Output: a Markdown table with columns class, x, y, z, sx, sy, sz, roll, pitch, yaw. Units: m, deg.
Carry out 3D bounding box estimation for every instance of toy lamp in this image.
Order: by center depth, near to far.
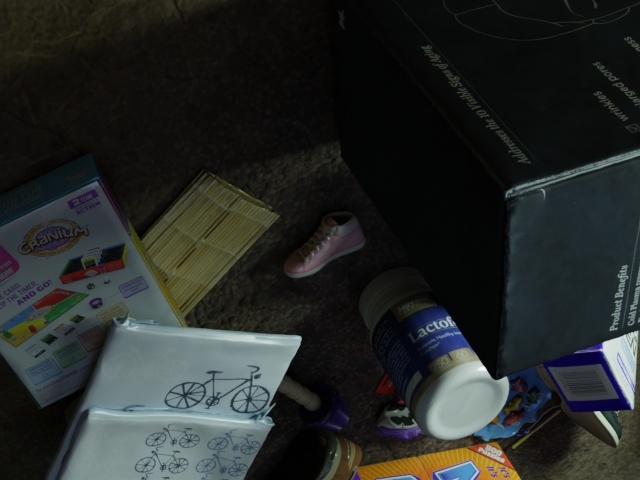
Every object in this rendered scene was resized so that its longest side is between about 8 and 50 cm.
| class | x | y | z | sx | sy | sz | roll | pitch | yaw |
| --- | --- | --- | --- | --- | --- | --- | --- | --- | --- |
| toy lamp | -0.048 | 0.237 | 1.922 | 0.080 | 0.080 | 0.274 | -40 | 132 | 10 |

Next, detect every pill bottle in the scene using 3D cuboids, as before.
| class | x | y | z | sx | sy | sz | roll | pitch | yaw |
| --- | --- | --- | --- | --- | --- | --- | --- | --- | --- |
| pill bottle | 0.167 | 0.168 | 1.837 | 0.153 | 0.265 | 0.153 | -15 | 132 | -17 |

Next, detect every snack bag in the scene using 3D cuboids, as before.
| class | x | y | z | sx | sy | sz | roll | pitch | yaw |
| --- | --- | --- | --- | --- | --- | --- | --- | --- | --- |
| snack bag | -0.208 | 0.259 | 1.755 | 0.323 | 0.037 | 0.343 | 9 | 122 | -32 |

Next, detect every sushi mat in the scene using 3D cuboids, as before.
| class | x | y | z | sx | sy | sz | roll | pitch | yaw |
| --- | --- | --- | --- | --- | --- | --- | --- | --- | --- |
| sushi mat | -0.215 | 0.040 | 1.708 | 0.316 | 0.019 | 0.151 | -46 | 132 | 14 |

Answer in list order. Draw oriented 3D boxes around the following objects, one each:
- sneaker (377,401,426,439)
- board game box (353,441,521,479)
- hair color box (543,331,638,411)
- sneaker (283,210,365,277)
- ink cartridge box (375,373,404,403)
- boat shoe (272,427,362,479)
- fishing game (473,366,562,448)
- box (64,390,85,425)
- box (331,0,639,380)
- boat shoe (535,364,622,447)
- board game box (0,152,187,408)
| class | x | y | z | sx | sy | sz | roll | pitch | yaw |
| --- | --- | --- | --- | --- | --- | --- | --- | --- | --- |
| sneaker | 0.178 | 0.325 | 2.131 | 0.169 | 0.068 | 0.071 | 6 | 140 | -20 |
| board game box | 0.214 | 0.649 | 2.203 | 0.356 | 0.356 | 0.357 | -5 | 130 | -23 |
| hair color box | 0.426 | 0.075 | 1.845 | 0.110 | 0.339 | 0.185 | -8 | 142 | 26 |
| sneaker | 0.000 | 0.000 | 1.762 | 0.134 | 0.051 | 0.070 | -26 | 133 | -10 |
| ink cartridge box | 0.159 | 0.256 | 2.071 | 0.115 | 0.029 | 0.063 | 8 | 124 | -32 |
| boat shoe | -0.037 | 0.470 | 2.094 | 0.120 | 0.123 | 0.324 | 18 | 118 | -40 |
| fishing game | 0.356 | 0.309 | 2.211 | 0.189 | 0.041 | 0.264 | -37 | 134 | 3 |
| box | -0.264 | 0.316 | 1.866 | 0.113 | 0.094 | 0.275 | -40 | 134 | 9 |
| box | 0.318 | -0.148 | 1.461 | 0.471 | 0.480 | 0.297 | -16 | 133 | -14 |
| boat shoe | 0.504 | 0.273 | 2.202 | 0.113 | 0.127 | 0.340 | -52 | 132 | -11 |
| board game box | -0.348 | 0.063 | 1.611 | 0.242 | 0.064 | 0.317 | -25 | 131 | -3 |
